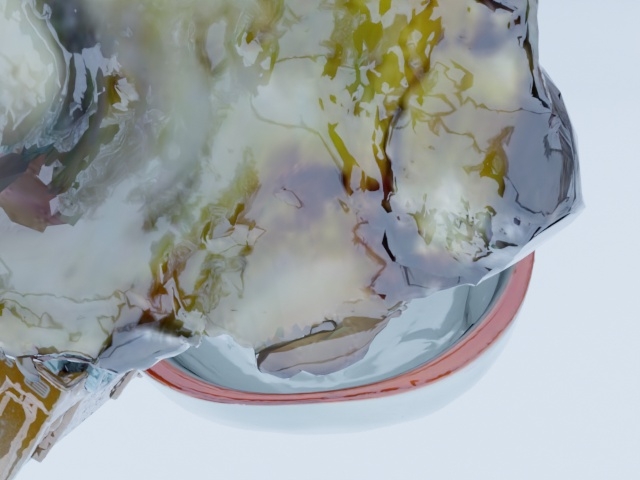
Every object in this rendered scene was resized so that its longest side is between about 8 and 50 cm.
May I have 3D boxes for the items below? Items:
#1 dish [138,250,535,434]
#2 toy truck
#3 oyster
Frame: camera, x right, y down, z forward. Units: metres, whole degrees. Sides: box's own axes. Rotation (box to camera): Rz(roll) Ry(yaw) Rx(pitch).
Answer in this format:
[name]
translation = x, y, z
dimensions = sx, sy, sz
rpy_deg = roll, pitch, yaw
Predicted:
[dish]
translation = 0.000, 0.000, 1.006
dimensions = 0.256, 0.256, 0.117
rpy_deg = 6, -25, 8
[toy truck]
translation = -0.155, 0.039, 1.251
dimensions = 0.136, 0.162, 0.305
rpy_deg = 37, 34, 9
[oyster]
translation = -0.096, -0.058, 0.516
dimensions = 0.361, 0.221, 0.096
rpy_deg = -14, 4, 38
